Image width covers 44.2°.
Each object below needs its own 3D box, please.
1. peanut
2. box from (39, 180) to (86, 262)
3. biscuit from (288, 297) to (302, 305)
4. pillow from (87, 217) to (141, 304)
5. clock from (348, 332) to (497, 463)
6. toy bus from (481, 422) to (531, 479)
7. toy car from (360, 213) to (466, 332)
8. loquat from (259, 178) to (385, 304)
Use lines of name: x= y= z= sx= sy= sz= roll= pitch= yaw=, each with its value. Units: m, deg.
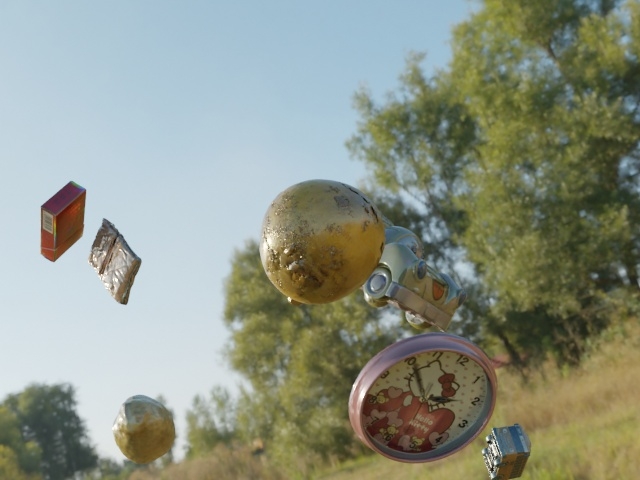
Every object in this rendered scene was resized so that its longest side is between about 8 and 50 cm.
peanut: x=-0.354 y=0.375 z=1.566 sx=0.122 sy=0.137 sz=0.253 roll=-31 pitch=-4 yaw=-15
box: x=-0.604 y=-0.042 z=1.848 sx=0.112 sy=0.048 sz=0.175 roll=-55 pitch=-8 yaw=-42
biscuit: x=-0.009 y=0.103 z=2.369 sx=0.226 sy=0.036 sz=0.166 roll=-32 pitch=-51 yaw=-19
pillow: x=-0.474 y=0.044 z=1.795 sx=0.043 sy=0.232 sz=0.126 roll=16 pitch=-76 yaw=-40
clock: x=0.163 y=0.252 z=1.250 sx=0.244 sy=0.244 sz=0.056 roll=-19 pitch=27 yaw=-1
toy bus: x=0.490 y=0.558 z=2.065 sx=0.103 sy=0.091 sz=0.182 roll=-10 pitch=-38 yaw=-5
toy car: x=0.181 y=0.056 z=1.908 sx=0.336 sy=0.226 sz=0.242 roll=22 pitch=-8 yaw=47
loquat: x=0.000 y=0.000 z=1.437 sx=0.235 sy=0.235 sz=0.235 roll=-18 pitch=-12 yaw=-4
